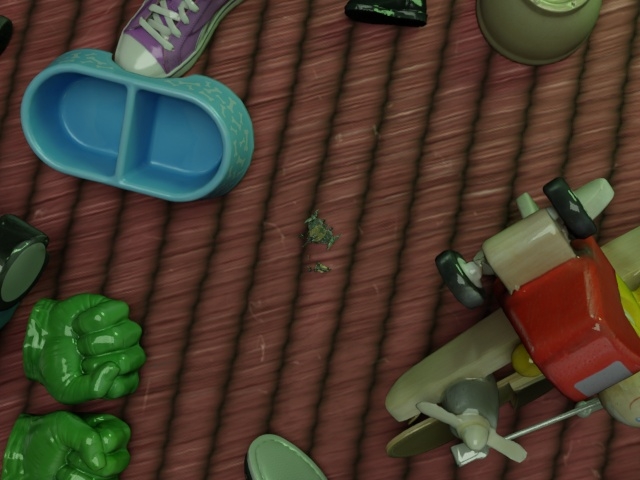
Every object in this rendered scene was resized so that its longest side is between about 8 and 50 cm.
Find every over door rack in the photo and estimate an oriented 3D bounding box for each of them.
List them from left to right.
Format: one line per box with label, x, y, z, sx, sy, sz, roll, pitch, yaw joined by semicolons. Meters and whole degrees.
over door rack;0.332;0.304;0.879;0.324;0.108;0.239;-17;66;-10

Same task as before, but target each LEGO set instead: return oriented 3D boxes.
LEGO set;-0.003;0.001;0.996;0.054;0.023;0.083;17;99;5

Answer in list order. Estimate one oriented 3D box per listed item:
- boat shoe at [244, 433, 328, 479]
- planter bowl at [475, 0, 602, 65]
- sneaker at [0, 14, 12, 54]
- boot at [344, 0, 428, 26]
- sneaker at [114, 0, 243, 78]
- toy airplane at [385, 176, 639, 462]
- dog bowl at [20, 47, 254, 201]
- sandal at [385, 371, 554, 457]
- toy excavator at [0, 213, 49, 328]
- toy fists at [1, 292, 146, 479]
boat shoe;-0.011;0.382;0.919;0.091;0.114;0.302;-47;69;35
planter bowl;0.291;-0.320;0.972;0.162;0.109;0.162;0;85;0
sneaker;-0.492;-0.242;1.008;0.089;0.051;0.170;31;90;-1
boot;0.094;-0.341;1.009;0.121;0.045;0.099;5;87;-6
sneaker;-0.171;-0.320;0.956;0.102;0.161;0.282;41;88;3
toy airplane;0.281;0.072;0.813;0.384;0.386;0.272;-32;85;-27
dog bowl;-0.235;-0.139;0.954;0.297;0.074;0.165;15;108;2
sandal;0.178;0.192;0.959;0.240;0.088;0.079;-22;53;-8
toy excavator;-0.539;0.185;0.902;0.222;0.445;0.433;28;45;4
toy fists;-0.303;0.205;0.944;0.142;0.096;0.279;8;84;1
